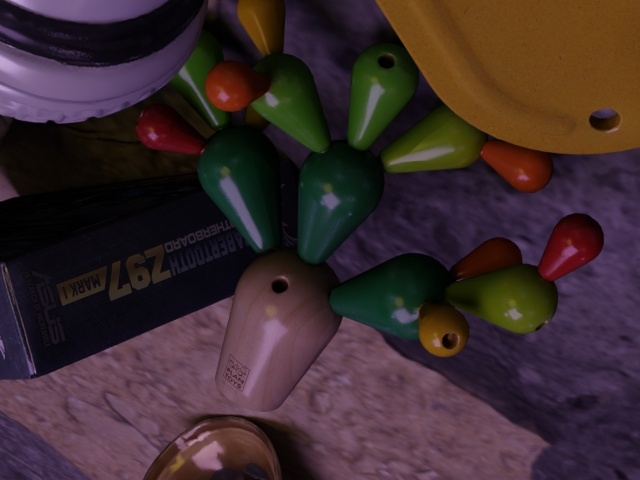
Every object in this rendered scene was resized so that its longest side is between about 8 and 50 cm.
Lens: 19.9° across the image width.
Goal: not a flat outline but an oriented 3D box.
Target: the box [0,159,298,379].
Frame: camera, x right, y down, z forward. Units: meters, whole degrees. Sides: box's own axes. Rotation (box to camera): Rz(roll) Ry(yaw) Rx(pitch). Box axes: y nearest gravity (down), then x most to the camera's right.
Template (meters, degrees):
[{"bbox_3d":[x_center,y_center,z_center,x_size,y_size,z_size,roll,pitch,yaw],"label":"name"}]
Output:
[{"bbox_3d":[-0.147,0.017,0.914,0.232,0.183,0.059,-5,104,44],"label":"box"}]

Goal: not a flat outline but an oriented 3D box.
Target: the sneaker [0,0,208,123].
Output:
[{"bbox_3d":[-0.154,-0.220,0.560,0.366,0.137,0.210,45,143,11],"label":"sneaker"}]

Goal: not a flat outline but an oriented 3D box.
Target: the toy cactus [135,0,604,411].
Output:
[{"bbox_3d":[0.000,0.000,0.792,0.219,0.112,0.180,30,117,12],"label":"toy cactus"}]

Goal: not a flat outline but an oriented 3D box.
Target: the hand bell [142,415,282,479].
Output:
[{"bbox_3d":[-0.003,0.221,1.227,0.126,0.126,0.242,-2,152,42],"label":"hand bell"}]

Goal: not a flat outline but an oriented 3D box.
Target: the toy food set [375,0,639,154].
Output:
[{"bbox_3d":[0.075,-0.125,0.622,0.128,0.071,0.218,-17,135,21],"label":"toy food set"}]

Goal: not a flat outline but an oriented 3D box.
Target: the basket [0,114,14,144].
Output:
[{"bbox_3d":[-0.240,-0.085,0.905,0.167,0.103,0.113,11,148,30],"label":"basket"}]
